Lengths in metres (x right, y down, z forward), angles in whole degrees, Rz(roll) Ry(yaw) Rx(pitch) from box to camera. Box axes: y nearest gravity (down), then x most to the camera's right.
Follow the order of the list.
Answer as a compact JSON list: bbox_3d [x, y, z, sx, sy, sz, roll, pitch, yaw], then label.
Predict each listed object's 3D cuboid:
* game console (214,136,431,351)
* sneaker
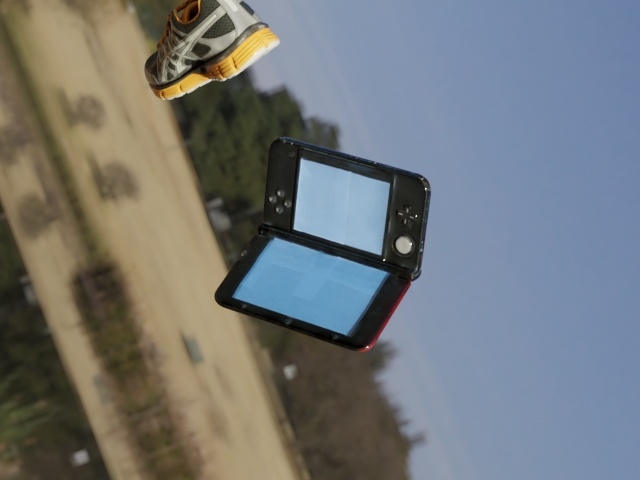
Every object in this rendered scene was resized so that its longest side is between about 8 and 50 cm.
[{"bbox_3d":[0.000,0.000,1.275,0.085,0.144,0.124,-30,131,-55],"label":"game console"},{"bbox_3d":[-0.117,-0.197,1.601,0.083,0.084,0.215,56,-30,-13],"label":"sneaker"}]
